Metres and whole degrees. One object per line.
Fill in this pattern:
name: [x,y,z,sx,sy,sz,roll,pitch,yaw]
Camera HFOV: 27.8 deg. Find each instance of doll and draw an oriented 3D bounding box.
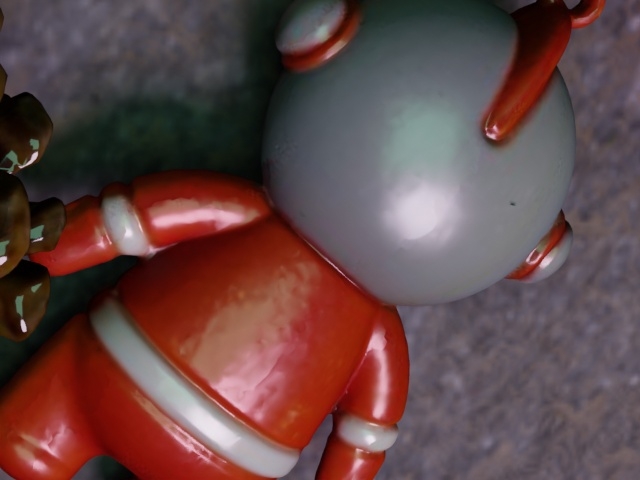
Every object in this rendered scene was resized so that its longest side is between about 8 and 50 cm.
doll: [0.000,0.000,0.579,0.200,0.105,0.336,41,98,-18]

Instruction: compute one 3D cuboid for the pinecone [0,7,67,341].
pinecone: [-0.208,-0.016,0.445,0.264,0.264,0.264,-3,103,-14]
